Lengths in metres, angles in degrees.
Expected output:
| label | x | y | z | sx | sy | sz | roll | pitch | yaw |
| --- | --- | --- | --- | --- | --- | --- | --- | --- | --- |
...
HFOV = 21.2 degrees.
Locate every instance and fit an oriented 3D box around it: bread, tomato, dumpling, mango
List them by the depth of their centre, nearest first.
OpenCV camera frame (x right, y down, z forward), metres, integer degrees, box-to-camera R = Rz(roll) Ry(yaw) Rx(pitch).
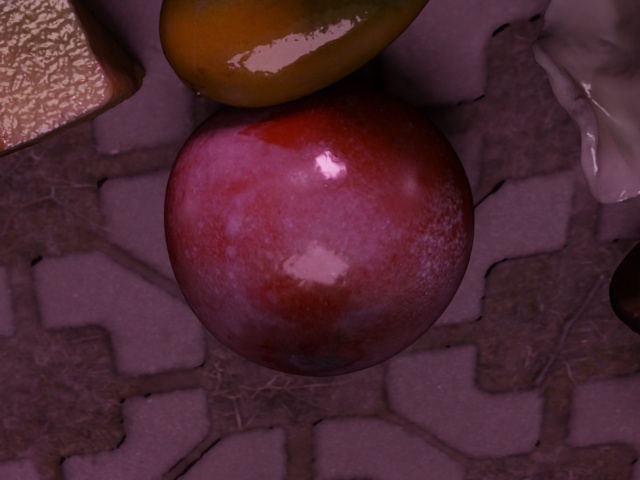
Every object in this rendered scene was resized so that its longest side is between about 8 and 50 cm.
| label | x | y | z | sx | sy | sz | roll | pitch | yaw |
| --- | --- | --- | --- | --- | --- | --- | --- | --- | --- |
| dumpling | 0.329 | -0.164 | 1.379 | 0.318 | 0.187 | 0.242 | -27 | 84 | 4 |
| mango | -0.011 | -0.197 | 1.380 | 0.251 | 0.156 | 0.114 | -18 | 150 | 5 |
| tomato | 0.000 | 0.000 | 1.465 | 0.270 | 0.227 | 0.270 | -1 | 154 | -1 |
| bread | -0.288 | -0.139 | 1.472 | 0.240 | 0.178 | 0.135 | -20 | 97 | 10 |

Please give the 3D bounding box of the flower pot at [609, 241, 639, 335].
| label | x | y | z | sx | sy | sz | roll | pitch | yaw |
| --- | --- | --- | --- | --- | --- | --- | --- | --- | --- |
| flower pot | 0.394 | 0.118 | 1.533 | 0.267 | 0.266 | 0.267 | -18 | 115 | 20 |
